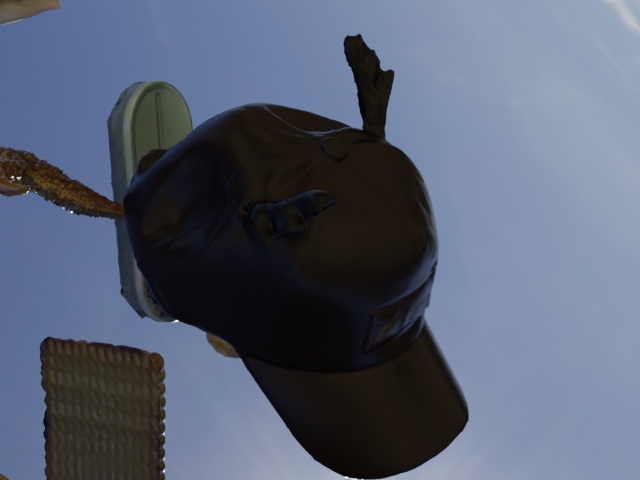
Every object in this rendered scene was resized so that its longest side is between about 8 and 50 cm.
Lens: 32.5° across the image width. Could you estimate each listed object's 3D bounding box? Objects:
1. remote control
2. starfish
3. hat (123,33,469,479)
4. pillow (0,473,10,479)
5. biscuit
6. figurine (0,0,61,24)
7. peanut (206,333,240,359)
[{"bbox_3d":[-0.168,-0.038,1.121,0.104,0.052,0.247,-15,-75,-59],"label":"remote control"},{"bbox_3d":[-0.260,-0.056,0.936,0.227,0.043,0.240,15,-176,-18],"label":"starfish"},{"bbox_3d":[0.027,0.005,0.839,0.336,0.209,0.238,48,-134,2],"label":"hat"},{"bbox_3d":[-0.491,0.425,1.593,0.034,0.135,0.211,-28,-64,-61],"label":"pillow"},{"bbox_3d":[-0.274,0.247,1.391,0.172,0.254,0.029,6,-167,21],"label":"biscuit"},{"bbox_3d":[-0.314,-0.151,0.772,0.235,0.127,0.155,-2,-146,3],"label":"figurine"},{"bbox_3d":[-0.088,0.123,1.486,0.082,0.082,0.187,55,-166,23],"label":"peanut"}]
